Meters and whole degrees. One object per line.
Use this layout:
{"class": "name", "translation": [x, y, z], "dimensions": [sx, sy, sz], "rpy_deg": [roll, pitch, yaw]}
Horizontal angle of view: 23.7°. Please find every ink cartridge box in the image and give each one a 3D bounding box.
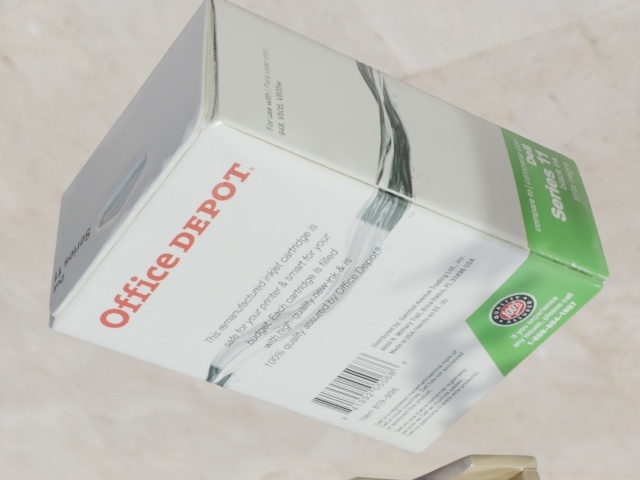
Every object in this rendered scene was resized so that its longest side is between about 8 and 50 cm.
{"class": "ink cartridge box", "translation": [0.000, 0.000, 0.702], "dimensions": [0.208, 0.087, 0.153], "rpy_deg": [22, 131, -27]}

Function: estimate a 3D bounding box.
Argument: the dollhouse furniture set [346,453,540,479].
{"class": "dollhouse furniture set", "translation": [-0.037, 0.264, 0.740], "dimensions": [0.303, 0.286, 0.198], "rpy_deg": [8, 149, -34]}
